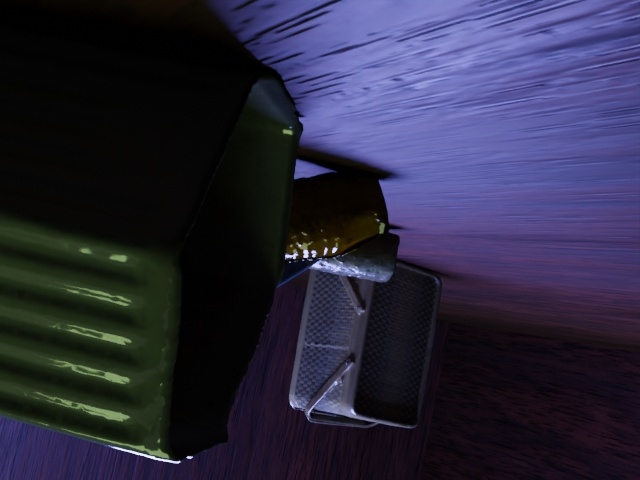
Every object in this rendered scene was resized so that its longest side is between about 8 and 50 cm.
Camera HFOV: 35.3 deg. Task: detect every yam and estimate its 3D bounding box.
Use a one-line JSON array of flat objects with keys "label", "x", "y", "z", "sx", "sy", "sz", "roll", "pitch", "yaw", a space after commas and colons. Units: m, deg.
[{"label": "yam", "x": 0.000, "y": 0.000, "z": 1.099, "sx": 0.169, "sy": 0.068, "sz": 0.068, "roll": 10, "pitch": 176, "yaw": -17}]

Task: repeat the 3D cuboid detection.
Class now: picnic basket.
[{"label": "picnic basket", "x": 0.067, "y": 0.154, "z": 1.528, "sx": 0.139, "sy": 0.266, "sz": 0.165, "roll": 0, "pitch": 165, "yaw": 45}]

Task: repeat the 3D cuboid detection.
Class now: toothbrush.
[{"label": "toothbrush", "x": -0.042, "y": 0.033, "z": 0.793, "sx": 0.025, "sy": 0.019, "sz": 0.276, "roll": -6, "pitch": -168, "yaw": 27}]

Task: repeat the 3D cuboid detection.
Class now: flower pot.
[{"label": "flower pot", "x": -0.130, "y": 0.000, "z": 0.588, "sx": 0.190, "sy": 0.239, "sz": 0.209, "roll": 12, "pitch": 146, "yaw": 9}]

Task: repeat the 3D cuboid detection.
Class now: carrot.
[{"label": "carrot", "x": -0.078, "y": -0.009, "z": 0.789, "sx": 0.260, "sy": 0.070, "sz": 0.070, "roll": -7, "pitch": 177, "yaw": -7}]
